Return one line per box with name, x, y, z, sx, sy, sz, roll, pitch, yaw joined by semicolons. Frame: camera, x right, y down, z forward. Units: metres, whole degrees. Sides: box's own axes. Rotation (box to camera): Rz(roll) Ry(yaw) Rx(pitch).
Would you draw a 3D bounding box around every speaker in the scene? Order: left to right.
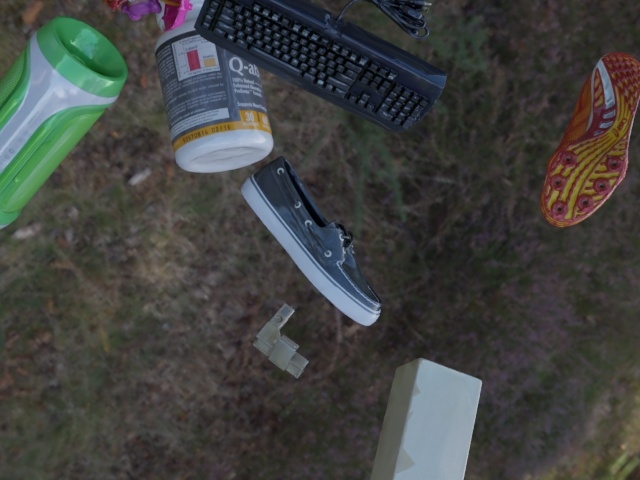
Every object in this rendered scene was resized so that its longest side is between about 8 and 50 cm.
speaker;-0.371;-0.137;1.181;0.296;0.131;0.131;-43;157;24

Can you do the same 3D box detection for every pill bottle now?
pill bottle;-0.179;-0.261;1.522;0.162;0.278;0.162;-12;171;-2

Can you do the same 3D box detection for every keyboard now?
keyboard;0.012;-0.255;1.170;0.201;0.317;0.033;-55;-166;46

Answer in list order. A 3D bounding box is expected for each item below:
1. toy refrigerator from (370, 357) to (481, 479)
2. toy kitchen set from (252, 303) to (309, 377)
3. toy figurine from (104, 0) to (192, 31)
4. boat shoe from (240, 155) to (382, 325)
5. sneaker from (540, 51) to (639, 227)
toy refrigerator;0.133;0.310;1.295;0.094;0.102;0.269;138;-30;-63
toy kitchen set;-0.040;0.140;1.378;0.075;0.083;0.068;-48;171;-34
toy figurine;-0.255;-0.351;1.307;0.173;0.130;0.159;-14;146;20
boat shoe;0.000;0.000;0.689;0.040;0.142;0.049;-42;178;16
sneaker;0.242;-0.082;0.833;0.175;0.064;0.067;-61;169;-18
